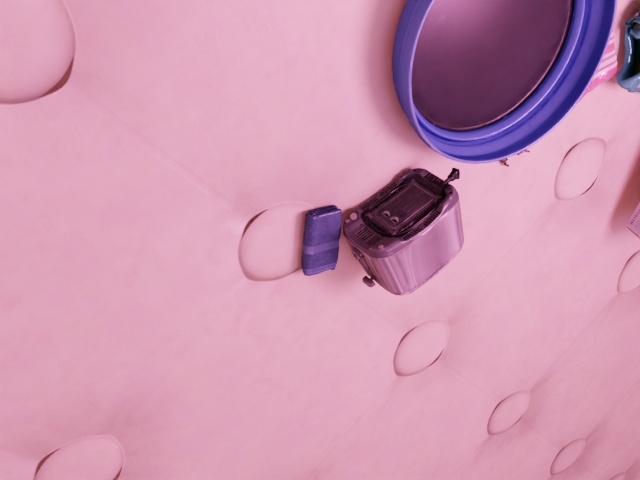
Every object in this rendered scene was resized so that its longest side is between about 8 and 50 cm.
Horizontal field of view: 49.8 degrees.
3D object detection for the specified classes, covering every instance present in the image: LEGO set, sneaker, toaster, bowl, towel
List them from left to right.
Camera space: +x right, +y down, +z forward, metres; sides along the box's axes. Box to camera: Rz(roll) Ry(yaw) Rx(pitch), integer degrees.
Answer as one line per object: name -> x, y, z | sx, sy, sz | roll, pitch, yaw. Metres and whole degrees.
towel -> 0.000, 0.000, 1.136 | 0.067, 0.029, 0.119 | -14, 127, -28
toaster -> 0.153, -0.015, 1.169 | 0.227, 0.129, 0.146 | -38, 138, -14
bowl -> 0.284, -0.309, 1.077 | 0.391, 0.077, 0.391 | -17, 130, -21
LEGO set -> 0.363, -0.177, 1.283 | 0.083, 0.023, 0.054 | -33, 132, 6
towel -> 0.476, -0.343, 1.241 | 0.144, 0.029, 0.197 | -39, 134, -9
sneaker -> 0.616, -0.399, 1.248 | 0.110, 0.107, 0.275 | -6, 118, -23

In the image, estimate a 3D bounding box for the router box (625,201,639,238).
router box -> 0.865, -0.154, 1.496 | 0.301, 0.082, 0.335 | -9, 134, -29
